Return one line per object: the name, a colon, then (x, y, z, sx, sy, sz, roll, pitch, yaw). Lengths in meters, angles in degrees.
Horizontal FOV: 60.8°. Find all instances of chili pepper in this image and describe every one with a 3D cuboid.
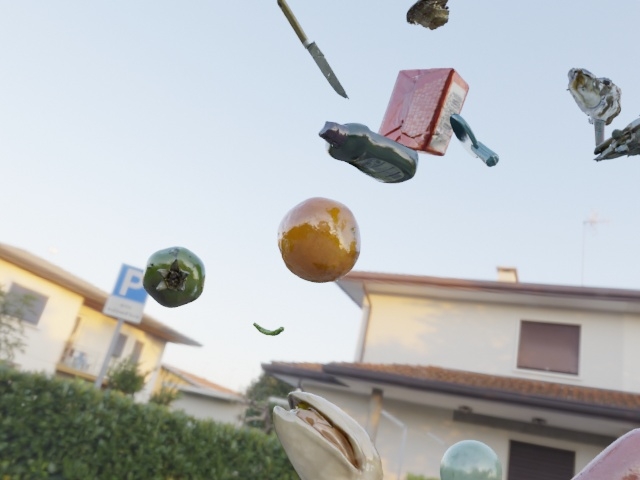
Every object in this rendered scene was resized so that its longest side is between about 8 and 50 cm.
chili pepper: (-0.111, 0.191, 1.179, 0.083, 0.030, 0.017, -4, 6, 33)

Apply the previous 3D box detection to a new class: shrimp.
shrimp: (0.748, -0.220, 1.109, 0.360, 0.085, 0.247, -19, -37, 28)

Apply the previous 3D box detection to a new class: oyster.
oyster: (0.850, -0.463, 1.696, 0.078, 0.345, 0.129, 5, -54, -4)

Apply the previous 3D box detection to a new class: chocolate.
chocolate: (0.288, -0.362, 1.555, 0.108, 0.238, 0.234, 16, 4, -33)

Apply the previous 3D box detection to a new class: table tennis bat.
table tennis bat: (0.372, -0.239, 1.337, 0.033, 0.201, 0.124, -32, -49, 4)

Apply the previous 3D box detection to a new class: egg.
egg: (0.388, 0.593, 1.405, 0.149, 0.150, 0.192, -6, -4, 38)

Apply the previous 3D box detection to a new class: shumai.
shumai: (0.313, -0.654, 1.562, 0.139, 0.105, 0.123, -6, 15, 22)

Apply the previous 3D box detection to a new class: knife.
knife: (-0.018, -0.447, 1.270, 0.298, 0.017, 0.047, 59, -33, 3)

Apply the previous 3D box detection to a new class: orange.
orange: (0.000, 0.000, 1.626, 0.261, 0.261, 0.261, 11, -23, 5)

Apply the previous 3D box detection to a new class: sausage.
sausage: (0.250, 0.231, 0.479, 0.062, 0.154, 0.062, 49, -1, 1)

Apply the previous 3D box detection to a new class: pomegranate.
pomegranate: (-0.409, 0.104, 1.527, 0.181, 0.182, 0.224, 18, -2, -10)

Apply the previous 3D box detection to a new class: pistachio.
pistachio: (0.015, 0.507, 1.334, 0.318, 0.193, 0.214, 43, -39, 19)

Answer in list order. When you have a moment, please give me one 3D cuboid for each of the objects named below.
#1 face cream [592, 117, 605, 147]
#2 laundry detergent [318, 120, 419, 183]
face cream: (0.777, -0.293, 1.520, 0.038, 0.020, 0.115, 37, -17, 46)
laundry detergent: (0.073, -0.170, 1.025, 0.221, 0.078, 0.144, 15, -5, -39)
